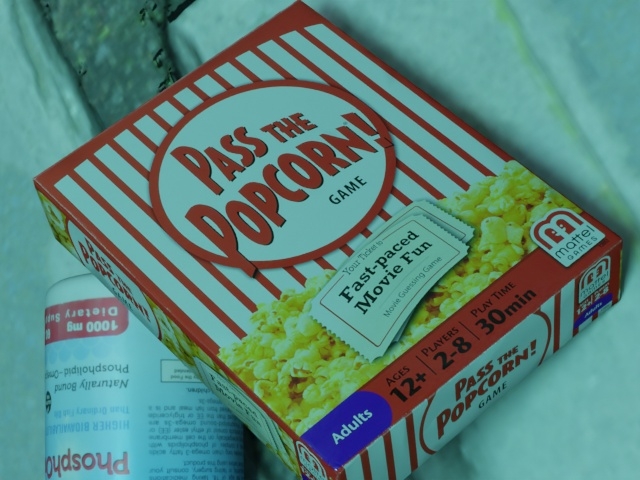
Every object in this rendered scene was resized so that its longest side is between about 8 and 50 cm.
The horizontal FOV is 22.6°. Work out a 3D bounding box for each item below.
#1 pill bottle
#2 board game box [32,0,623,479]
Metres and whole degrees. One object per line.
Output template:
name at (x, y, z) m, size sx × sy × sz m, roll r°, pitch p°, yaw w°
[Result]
pill bottle at (-0.077, 0.097, 0.702) m, size 0.087 × 0.087 × 0.160 m, roll -9°, pitch 77°, yaw 33°
board game box at (0.000, 0.000, 0.645) m, size 0.147 × 0.045 × 0.193 m, roll -37°, pitch 56°, yaw -20°
